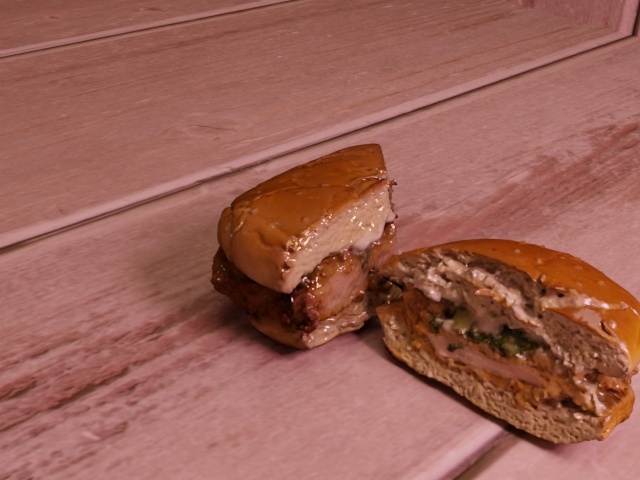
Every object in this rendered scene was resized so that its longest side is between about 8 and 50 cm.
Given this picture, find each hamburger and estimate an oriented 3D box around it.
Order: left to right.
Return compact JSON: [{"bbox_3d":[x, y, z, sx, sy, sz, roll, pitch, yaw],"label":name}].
[{"bbox_3d":[0.000,0.000,1.115,0.245,0.155,0.282,-8,24,-11],"label":"hamburger"},{"bbox_3d":[0.190,0.071,1.010,0.283,0.144,0.156,25,32,38],"label":"hamburger"}]
